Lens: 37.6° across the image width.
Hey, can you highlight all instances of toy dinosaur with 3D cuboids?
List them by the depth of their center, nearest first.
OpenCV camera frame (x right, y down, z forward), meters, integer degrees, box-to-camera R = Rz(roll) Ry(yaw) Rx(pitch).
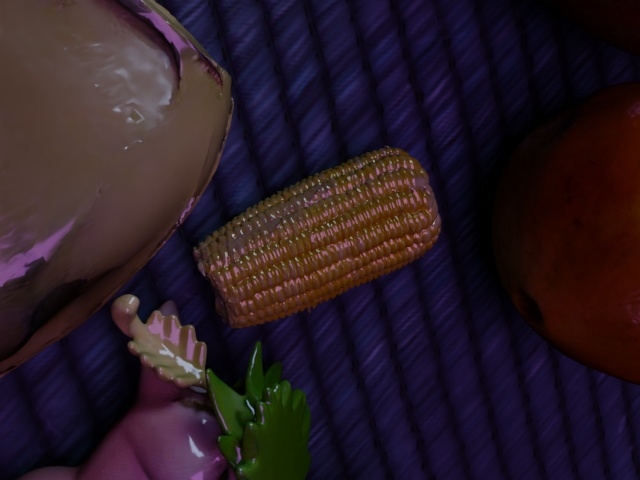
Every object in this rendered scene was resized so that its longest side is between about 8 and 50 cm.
[{"bbox_3d":[-0.102,0.132,0.592,0.176,0.152,0.194,7,87,16],"label":"toy dinosaur"}]

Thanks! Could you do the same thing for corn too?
[{"bbox_3d":[0.000,0.000,0.621,0.165,0.063,0.085,-27,132,-13],"label":"corn"}]

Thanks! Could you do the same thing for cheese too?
[{"bbox_3d":[-0.212,-0.035,0.502,0.259,0.128,0.316,36,80,-14],"label":"cheese"}]

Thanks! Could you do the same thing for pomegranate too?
[{"bbox_3d":[0.219,-0.003,0.630,0.209,0.209,0.209,-4,101,-21],"label":"pomegranate"}]

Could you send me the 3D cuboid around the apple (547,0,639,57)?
[{"bbox_3d":[0.272,-0.271,0.563,0.348,0.277,0.349,-4,102,-21],"label":"apple"}]
